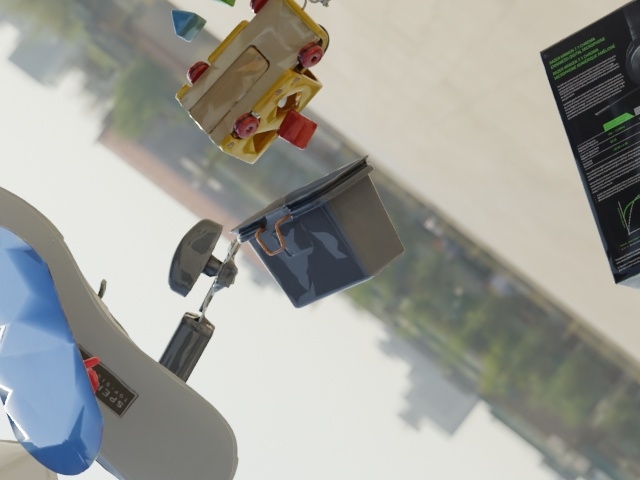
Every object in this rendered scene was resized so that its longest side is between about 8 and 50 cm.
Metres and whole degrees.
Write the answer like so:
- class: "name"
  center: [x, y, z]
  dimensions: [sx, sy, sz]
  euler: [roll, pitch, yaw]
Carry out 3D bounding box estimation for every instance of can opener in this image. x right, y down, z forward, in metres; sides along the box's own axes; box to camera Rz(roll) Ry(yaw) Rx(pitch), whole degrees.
- class: "can opener"
  center: [-0.184, 0.108, 2.414]
  dimensions: [0.095, 0.283, 0.076]
  euler: [29, -178, -2]

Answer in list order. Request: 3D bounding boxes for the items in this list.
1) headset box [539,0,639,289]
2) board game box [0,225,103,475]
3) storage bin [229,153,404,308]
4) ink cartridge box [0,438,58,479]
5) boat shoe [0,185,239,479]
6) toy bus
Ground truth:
- class: "headset box"
  center: [0.367, -0.091, 1.933]
  dimensions: [0.246, 0.131, 0.283]
  euler: [15, -126, -51]
- class: "board game box"
  center: [-0.172, 0.065, 1.202]
  dimensions: [0.133, 0.033, 0.168]
  euler: [-15, 97, 56]
- class: "storage bin"
  center: [0.000, 0.000, 1.611]
  dimensions: [0.135, 0.098, 0.091]
  euler: [-26, 97, 47]
- class: "ink cartridge box"
  center: [-0.341, 0.365, 1.494]
  dimensions: [0.091, 0.308, 0.385]
  euler: [1, -165, 39]
- class: "boat shoe"
  center: [-0.186, 0.076, 1.363]
  dimensions: [0.306, 0.113, 0.105]
  euler: [40, 163, -10]
- class: "toy bus"
  center: [-0.050, -0.178, 1.986]
  dimensions: [0.202, 0.190, 0.104]
  euler: [-1, 169, 26]
